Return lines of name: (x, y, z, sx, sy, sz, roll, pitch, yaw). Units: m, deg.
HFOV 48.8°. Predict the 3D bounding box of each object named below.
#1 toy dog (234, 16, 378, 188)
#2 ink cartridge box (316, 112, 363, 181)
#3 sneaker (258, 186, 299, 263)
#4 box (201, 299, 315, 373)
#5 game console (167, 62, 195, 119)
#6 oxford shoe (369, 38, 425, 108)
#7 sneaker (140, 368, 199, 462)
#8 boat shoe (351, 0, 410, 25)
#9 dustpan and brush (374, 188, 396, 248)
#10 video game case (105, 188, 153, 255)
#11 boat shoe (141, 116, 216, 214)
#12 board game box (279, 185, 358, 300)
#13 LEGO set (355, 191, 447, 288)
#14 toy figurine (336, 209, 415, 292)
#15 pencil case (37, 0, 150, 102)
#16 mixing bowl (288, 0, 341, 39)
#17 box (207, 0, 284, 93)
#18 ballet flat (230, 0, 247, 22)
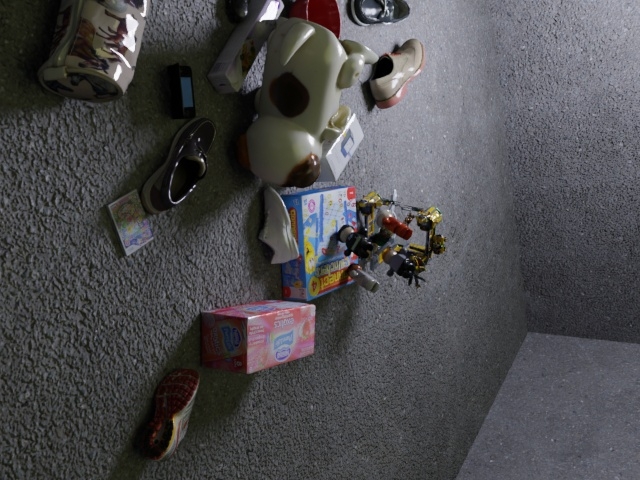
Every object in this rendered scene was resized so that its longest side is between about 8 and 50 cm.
toy dog: (-0.049, -0.332, 1.796, 0.395, 0.284, 0.408, -74, -177, -79)
ink cartridge box: (0.010, -0.269, 2.041, 0.212, 0.154, 0.093, -57, 136, -37)
sneaker: (-0.131, -0.038, 1.923, 0.094, 0.080, 0.212, -19, 98, -13)
box: (-0.154, 0.242, 1.823, 0.300, 0.154, 0.142, -4, 95, -58)
game console: (-0.307, -0.341, 1.613, 0.107, 0.071, 0.122, -18, 108, -56)
oxford shoe: (0.271, -0.616, 2.464, 0.130, 0.123, 0.348, 56, 46, -36)
sneaker: (-0.342, 0.400, 1.622, 0.093, 0.088, 0.225, 80, 29, -57)
boat shoe: (0.205, -0.783, 2.369, 0.302, 0.091, 0.114, -31, 118, -53)
dustpan and brush: (0.240, -0.076, 2.506, 0.147, 0.060, 0.211, -3, 95, -58)
video game case: (-0.412, -0.039, 1.527, 0.087, 0.011, 0.122, -43, 128, -48)
boat shoe: (-0.302, -0.174, 1.613, 0.285, 0.092, 0.103, -62, 139, -35)
board game box: (0.000, 0.000, 2.110, 0.308, 0.086, 0.302, -17, 106, -56)
LEGO set: (0.224, -0.006, 2.286, 0.192, 0.331, 0.255, -38, 144, -48)
toy figurine: (0.166, 0.031, 2.114, 0.213, 0.148, 0.210, -25, 124, -19)
pencil case: (-0.416, -0.462, 1.347, 0.183, 0.159, 0.411, 33, 64, -62)
mixing bowl: (-0.028, -0.625, 2.007, 0.181, 0.098, 0.182, -5, 96, -57)
box: (-0.187, -0.511, 1.796, 0.063, 0.067, 0.324, 55, 47, -45)
ballet flat: (-0.212, -0.637, 1.782, 0.057, 0.049, 0.173, 3, 84, -29)
